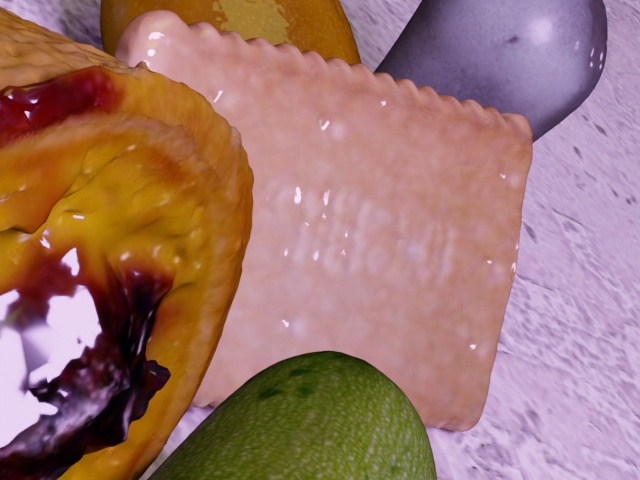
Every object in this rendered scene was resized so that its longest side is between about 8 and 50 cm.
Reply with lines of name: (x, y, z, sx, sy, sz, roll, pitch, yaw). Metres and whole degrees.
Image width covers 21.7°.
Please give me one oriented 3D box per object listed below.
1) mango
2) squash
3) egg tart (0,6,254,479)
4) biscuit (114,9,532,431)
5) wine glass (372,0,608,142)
mango: (-0.038, -0.076, 0.825, 0.136, 0.099, 0.227, 9, 52, -37)
squash: (-0.058, 0.147, 0.453, 0.107, 0.107, 0.395, 43, 36, 3)
egg tart: (-0.133, 0.017, 0.486, 0.171, 0.215, 0.215, 37, 24, 27)
biscuit: (-0.001, 0.000, 0.736, 0.250, 0.160, 0.030, 10, 0, -43)
wine glass: (0.093, -0.098, 0.875, 0.103, 0.231, 0.103, 33, 28, -20)
